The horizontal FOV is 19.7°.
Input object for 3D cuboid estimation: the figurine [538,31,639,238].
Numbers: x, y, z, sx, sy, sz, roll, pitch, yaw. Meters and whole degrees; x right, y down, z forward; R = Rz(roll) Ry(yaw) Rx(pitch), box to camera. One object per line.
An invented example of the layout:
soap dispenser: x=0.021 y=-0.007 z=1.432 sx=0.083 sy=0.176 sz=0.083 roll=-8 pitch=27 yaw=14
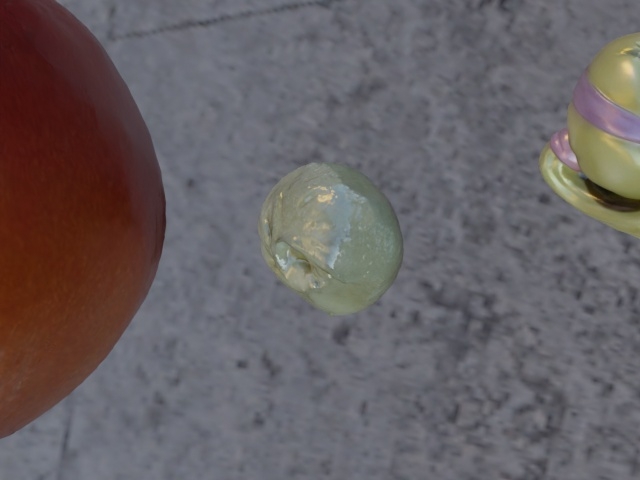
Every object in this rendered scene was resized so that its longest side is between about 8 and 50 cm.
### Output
figurine: x=0.169 y=-0.030 z=0.692 sx=0.187 sy=0.083 sz=0.083 roll=11 pitch=85 yaw=25

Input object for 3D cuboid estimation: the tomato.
tomato: x=-0.187 y=-0.031 z=0.673 sx=0.260 sy=0.260 sz=0.180 roll=26 pitch=102 yaw=42

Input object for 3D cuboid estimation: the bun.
bun: x=0.000 y=0.000 z=0.994 sx=0.086 sy=0.055 sz=0.086 roll=16 pitch=115 yaw=38
